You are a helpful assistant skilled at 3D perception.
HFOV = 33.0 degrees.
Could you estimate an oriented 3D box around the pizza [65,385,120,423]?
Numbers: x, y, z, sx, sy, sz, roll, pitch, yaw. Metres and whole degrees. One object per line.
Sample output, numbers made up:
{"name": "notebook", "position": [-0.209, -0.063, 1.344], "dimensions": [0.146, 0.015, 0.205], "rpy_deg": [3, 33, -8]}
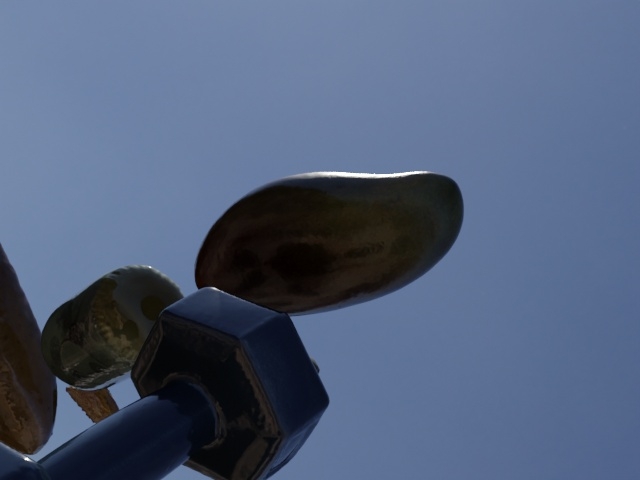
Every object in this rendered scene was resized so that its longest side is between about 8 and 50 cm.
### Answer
{"name": "pizza", "position": [-0.273, 0.198, 1.345], "dimensions": [0.100, 0.029, 0.099], "rpy_deg": [42, -34, 7]}

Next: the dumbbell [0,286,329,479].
{"name": "dumbbell", "position": [-0.142, 0.152, 0.751], "dimensions": [0.160, 0.325, 0.144], "rpy_deg": [15, -64, 33]}

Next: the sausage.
{"name": "sausage", "position": [-0.437, 0.021, 1.262], "dimensions": [0.136, 0.123, 0.501], "rpy_deg": [-32, -95, 49]}

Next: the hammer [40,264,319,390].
{"name": "hammer", "position": [-0.138, 0.120, 1.189], "dimensions": [0.305, 0.113, 0.202], "rpy_deg": [17, -23, -28]}

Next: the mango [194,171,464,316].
{"name": "mango", "position": [0.000, 0.000, 0.983], "dimensions": [0.267, 0.111, 0.133], "rpy_deg": [-15, -74, 17]}
